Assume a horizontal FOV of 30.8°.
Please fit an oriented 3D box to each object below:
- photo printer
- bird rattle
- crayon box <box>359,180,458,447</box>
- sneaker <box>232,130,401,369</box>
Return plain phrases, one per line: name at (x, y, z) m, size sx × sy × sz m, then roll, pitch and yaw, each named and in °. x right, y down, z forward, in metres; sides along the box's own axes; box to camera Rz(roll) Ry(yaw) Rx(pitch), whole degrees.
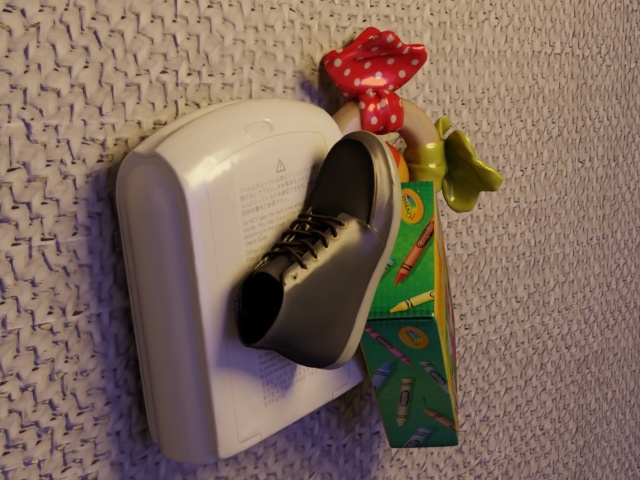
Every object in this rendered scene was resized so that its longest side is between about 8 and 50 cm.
photo printer at (-0.068, 0.022, 1.096) m, size 0.256 × 0.107 × 0.308 m, roll -23°, pitch 112°, yaw -49°
bird rattle at (0.074, -0.097, 1.258) m, size 0.207 × 0.143 × 0.253 m, roll -54°, pitch 132°, yaw -10°
crayon box at (0.096, 0.086, 1.231) m, size 0.278 × 0.081 × 0.165 m, roll 74°, pitch 16°, yaw -53°
sneaker at (0.000, 0.000, 1.024) m, size 0.118 × 0.083 × 0.222 m, roll 19°, pitch 80°, yaw -51°
